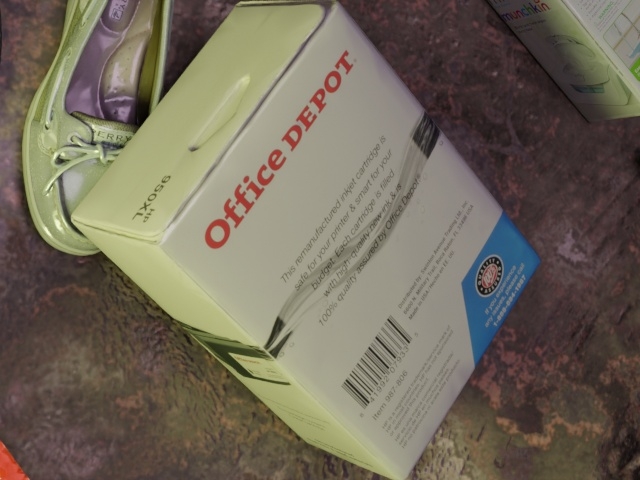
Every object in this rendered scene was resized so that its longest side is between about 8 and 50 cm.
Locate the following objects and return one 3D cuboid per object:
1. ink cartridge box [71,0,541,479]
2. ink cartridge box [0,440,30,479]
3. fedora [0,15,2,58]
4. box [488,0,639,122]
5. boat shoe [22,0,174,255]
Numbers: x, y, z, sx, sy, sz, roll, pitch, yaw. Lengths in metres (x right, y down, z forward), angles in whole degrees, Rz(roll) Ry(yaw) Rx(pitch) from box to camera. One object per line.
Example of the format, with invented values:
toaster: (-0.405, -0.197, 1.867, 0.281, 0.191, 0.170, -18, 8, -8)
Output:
ink cartridge box: (0.000, 0.000, 1.315, 0.395, 0.166, 0.285, 48, 68, -34)
ink cartridge box: (-0.357, 0.238, 1.105, 0.232, 0.066, 0.189, -36, 108, -15)
fedora: (-0.410, -0.193, 1.166, 0.334, 0.152, 0.334, 1, 87, -27)
box: (0.353, -0.313, 1.581, 0.231, 0.127, 0.262, 45, 70, -18)
boat shoe: (-0.204, -0.145, 1.298, 0.118, 0.103, 0.320, 17, 81, -25)
